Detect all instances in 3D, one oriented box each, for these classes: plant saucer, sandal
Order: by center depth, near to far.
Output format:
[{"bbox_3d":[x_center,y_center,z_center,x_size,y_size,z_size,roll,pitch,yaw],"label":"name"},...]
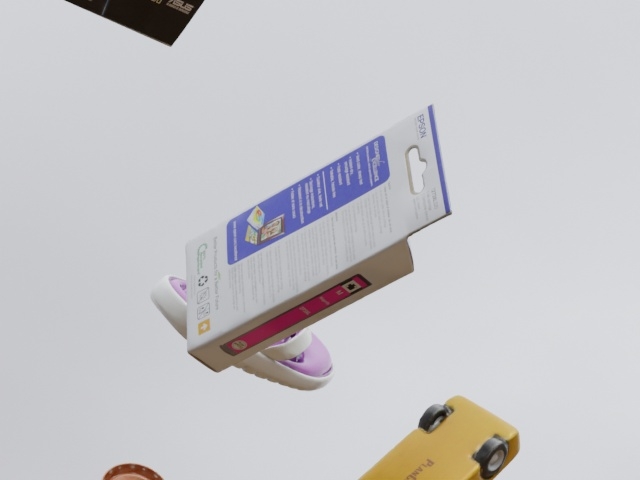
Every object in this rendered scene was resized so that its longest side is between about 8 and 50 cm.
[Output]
[{"bbox_3d":[-0.211,0.289,1.695,0.083,0.083,0.013,10,-51,-20],"label":"plant saucer"},{"bbox_3d":[-0.075,0.118,2.086,0.102,0.169,0.416,-49,-28,11],"label":"sandal"}]

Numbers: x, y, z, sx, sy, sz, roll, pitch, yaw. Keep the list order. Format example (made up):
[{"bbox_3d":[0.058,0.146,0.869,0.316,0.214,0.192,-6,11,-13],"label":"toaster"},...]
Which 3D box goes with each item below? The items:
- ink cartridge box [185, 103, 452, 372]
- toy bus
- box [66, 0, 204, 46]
[{"bbox_3d":[0.000,0.000,1.729,0.371,0.176,0.069,-30,-47,25],"label":"ink cartridge box"},{"bbox_3d":[0.098,0.332,1.773,0.108,0.332,0.130,28,-39,36],"label":"toy bus"},{"bbox_3d":[-0.200,-0.270,1.324,0.147,0.180,0.077,20,-66,-46],"label":"box"}]
